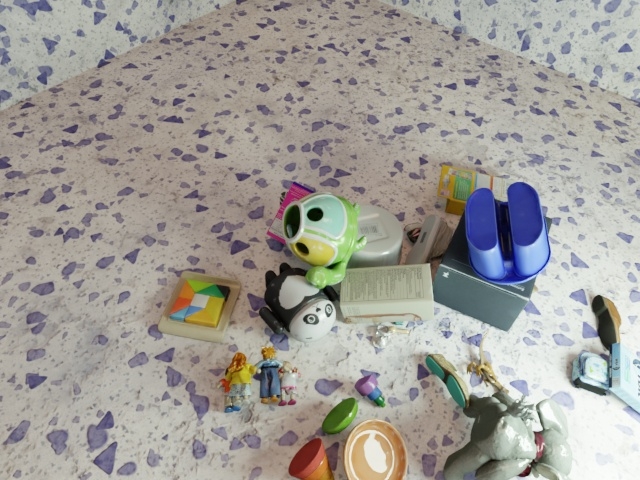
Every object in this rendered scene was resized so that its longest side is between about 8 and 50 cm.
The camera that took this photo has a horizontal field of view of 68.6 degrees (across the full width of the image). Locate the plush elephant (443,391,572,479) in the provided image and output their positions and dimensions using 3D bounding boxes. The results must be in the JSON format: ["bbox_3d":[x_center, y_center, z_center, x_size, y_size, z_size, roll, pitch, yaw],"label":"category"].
[{"bbox_3d":[0.538,0.549,1.250,0.255,0.330,0.272,34,47,0],"label":"plush elephant"}]

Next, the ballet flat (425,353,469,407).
[{"bbox_3d":[0.404,0.417,1.432,0.067,0.073,0.206,-9,37,-22],"label":"ballet flat"}]

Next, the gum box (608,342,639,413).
[{"bbox_3d":[0.967,0.432,1.446,0.184,0.041,0.157,38,52,-12],"label":"gum box"}]

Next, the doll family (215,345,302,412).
[{"bbox_3d":[-0.183,0.401,1.395,0.262,0.118,0.163,-4,51,-7],"label":"doll family"}]

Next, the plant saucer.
[{"bbox_3d":[0.145,0.591,1.276,0.199,0.037,0.200,11,64,-23],"label":"plant saucer"}]

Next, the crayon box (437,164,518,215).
[{"bbox_3d":[0.644,-0.188,1.947,0.322,0.083,0.203,15,52,7],"label":"crayon box"}]

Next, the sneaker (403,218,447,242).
[{"bbox_3d":[0.413,-0.030,1.827,0.178,0.072,0.077,-12,73,-11],"label":"sneaker"}]

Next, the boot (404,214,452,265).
[{"bbox_3d":[0.412,0.040,1.743,0.123,0.095,0.258,33,78,-24],"label":"boot"}]

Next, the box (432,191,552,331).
[{"bbox_3d":[0.597,0.065,1.653,0.293,0.212,0.396,23,53,17],"label":"box"}]

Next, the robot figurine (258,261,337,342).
[{"bbox_3d":[-0.073,0.200,1.527,0.209,0.173,0.278,-48,60,10],"label":"robot figurine"}]

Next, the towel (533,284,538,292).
[{"bbox_3d":[0.753,0.160,1.721,0.060,0.009,0.083,-16,53,-15],"label":"towel"}]

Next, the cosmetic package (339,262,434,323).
[{"bbox_3d":[0.220,0.178,1.550,0.295,0.129,0.153,-4,50,13],"label":"cosmetic package"}]

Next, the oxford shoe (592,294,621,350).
[{"bbox_3d":[0.997,0.284,1.601,0.075,0.076,0.212,18,52,-6],"label":"oxford shoe"}]

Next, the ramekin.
[{"bbox_3d":[0.173,-0.004,1.734,0.276,0.135,0.277,2,51,-2],"label":"ramekin"}]

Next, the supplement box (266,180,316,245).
[{"bbox_3d":[-0.090,-0.088,1.734,0.113,0.111,0.220,29,90,18],"label":"supplement box"}]

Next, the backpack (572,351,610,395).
[{"bbox_3d":[0.859,0.411,1.479,0.104,0.084,0.114,17,49,7],"label":"backpack"}]

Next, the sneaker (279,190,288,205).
[{"bbox_3d":[-0.037,-0.123,1.857,0.275,0.107,0.110,22,25,18],"label":"sneaker"}]

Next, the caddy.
[{"bbox_3d":[0.584,-0.022,1.478,0.241,0.179,0.342,-7,47,23],"label":"caddy"}]

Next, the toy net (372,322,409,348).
[{"bbox_3d":[0.254,0.268,1.579,0.232,0.045,0.122,-32,60,-26],"label":"toy net"}]

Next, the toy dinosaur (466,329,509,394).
[{"bbox_3d":[0.522,0.398,1.494,0.112,0.064,0.212,0,58,-27],"label":"toy dinosaur"}]

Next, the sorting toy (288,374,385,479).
[{"bbox_3d":[0.073,0.551,1.326,0.126,0.127,0.365,50,57,-3],"label":"sorting toy"}]

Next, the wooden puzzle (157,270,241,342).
[{"bbox_3d":[-0.402,0.214,1.579,0.220,0.044,0.239,10,52,3],"label":"wooden puzzle"}]

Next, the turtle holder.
[{"bbox_3d":[-0.010,-0.007,1.559,0.227,0.243,0.321,14,85,-37],"label":"turtle holder"}]
